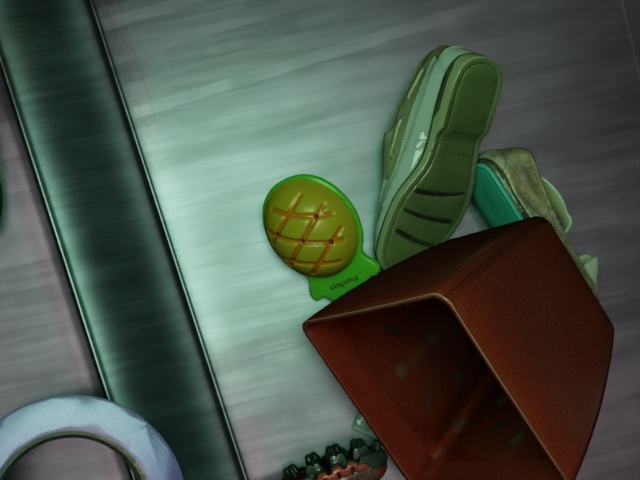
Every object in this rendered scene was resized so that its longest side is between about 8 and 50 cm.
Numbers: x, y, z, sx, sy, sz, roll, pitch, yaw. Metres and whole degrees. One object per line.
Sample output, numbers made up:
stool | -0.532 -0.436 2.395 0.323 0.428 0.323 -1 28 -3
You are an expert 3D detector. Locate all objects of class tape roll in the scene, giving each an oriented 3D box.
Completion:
tape roll | -0.304 0.328 1.211 0.275 0.090 0.274 4 75 -15

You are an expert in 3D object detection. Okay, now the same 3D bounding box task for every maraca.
maraca | 0.000 0.000 1.288 0.127 0.099 0.185 -25 104 27

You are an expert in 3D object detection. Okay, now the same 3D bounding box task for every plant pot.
plant pot | 0.192 0.121 1.196 0.236 0.267 0.267 -41 104 -34

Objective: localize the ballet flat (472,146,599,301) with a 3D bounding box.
ballet flat | 0.305 0.015 1.315 0.106 0.107 0.316 -24 89 -32

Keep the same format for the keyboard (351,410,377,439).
keyboard | 0.121 0.144 1.331 0.072 0.014 0.256 23 84 -8

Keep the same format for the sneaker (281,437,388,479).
sneaker | -0.024 0.356 1.258 0.276 0.097 0.135 -30 88 -4

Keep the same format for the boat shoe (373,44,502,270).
boat shoe | 0.137 -0.105 1.303 0.113 0.103 0.302 14 106 -34

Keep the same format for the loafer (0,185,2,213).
loafer | -0.459 -0.113 1.268 0.076 0.078 0.223 -14 87 -5
